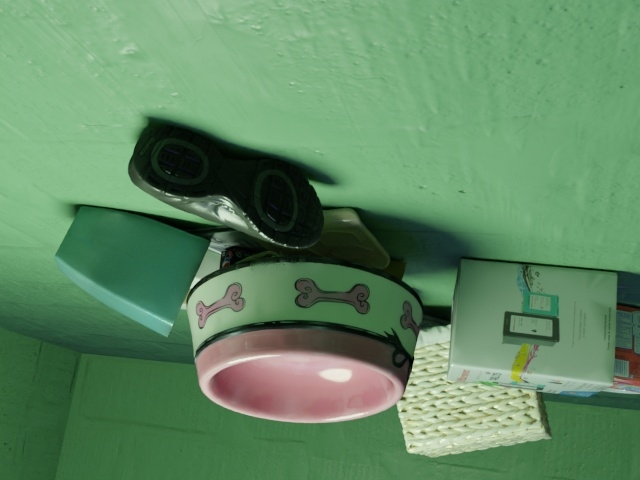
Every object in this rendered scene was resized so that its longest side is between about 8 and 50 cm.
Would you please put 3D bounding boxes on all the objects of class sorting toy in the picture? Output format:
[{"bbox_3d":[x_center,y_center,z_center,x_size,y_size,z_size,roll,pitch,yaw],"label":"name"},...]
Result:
[{"bbox_3d":[0.000,0.000,1.289,0.192,0.038,0.208,-5,155,19],"label":"sorting toy"}]

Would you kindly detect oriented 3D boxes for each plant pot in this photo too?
[{"bbox_3d":[-0.345,0.045,1.392,0.234,0.166,0.165,24,162,-7],"label":"plant pot"},{"bbox_3d":[0.104,0.074,1.447,0.083,0.082,0.081,21,164,-1],"label":"plant pot"}]

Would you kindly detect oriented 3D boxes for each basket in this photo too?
[{"bbox_3d":[0.347,0.345,1.797,0.331,0.267,0.328,-13,160,15],"label":"basket"}]

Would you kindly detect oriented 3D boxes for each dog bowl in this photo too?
[{"bbox_3d":[-0.028,0.186,1.296,0.407,0.151,0.408,1,151,1],"label":"dog bowl"}]

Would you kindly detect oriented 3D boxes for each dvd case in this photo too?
[{"bbox_3d":[-0.125,0.006,1.419,0.221,0.018,0.164,-3,161,34],"label":"dvd case"}]

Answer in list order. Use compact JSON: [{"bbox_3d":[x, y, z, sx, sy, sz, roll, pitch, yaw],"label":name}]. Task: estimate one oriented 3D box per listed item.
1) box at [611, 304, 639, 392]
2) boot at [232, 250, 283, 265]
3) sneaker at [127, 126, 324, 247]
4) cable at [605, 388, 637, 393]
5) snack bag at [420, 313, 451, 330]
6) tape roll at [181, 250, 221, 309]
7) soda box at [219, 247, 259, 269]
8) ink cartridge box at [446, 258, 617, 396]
[{"bbox_3d":[0.679,0.234,1.597,0.299,0.154,0.142,10,164,-14],"label":"box"},{"bbox_3d":[-0.033,0.076,1.328,0.213,0.077,0.165,-4,153,18],"label":"boot"},{"bbox_3d":[-0.126,-0.067,1.048,0.286,0.109,0.130,25,165,-23],"label":"sneaker"},{"bbox_3d":[0.807,0.357,2.071,0.256,0.089,0.257,9,164,-5],"label":"cable"},{"bbox_3d":[0.256,0.266,2.050,0.323,0.037,0.342,18,155,-36],"label":"snack bag"},{"bbox_3d":[-0.321,0.082,1.682,0.391,0.072,0.392,6,164,2],"label":"tape roll"},{"bbox_3d":[-0.105,0.059,1.464,0.168,0.053,0.060,14,164,-32],"label":"soda box"},{"bbox_3d":[0.372,0.161,1.397,0.269,0.197,0.198,5,164,9],"label":"ink cartridge box"}]
